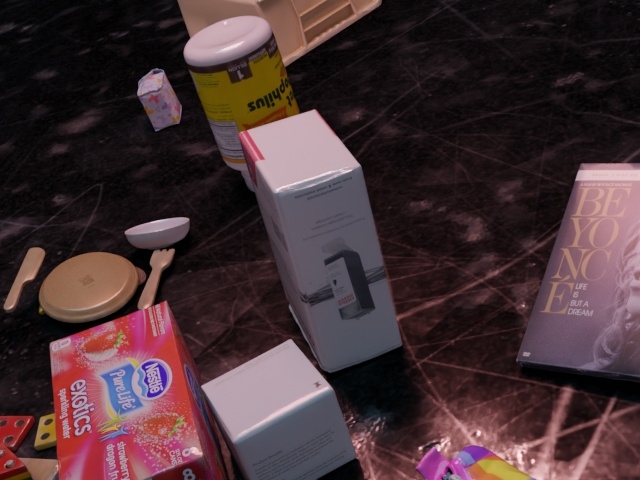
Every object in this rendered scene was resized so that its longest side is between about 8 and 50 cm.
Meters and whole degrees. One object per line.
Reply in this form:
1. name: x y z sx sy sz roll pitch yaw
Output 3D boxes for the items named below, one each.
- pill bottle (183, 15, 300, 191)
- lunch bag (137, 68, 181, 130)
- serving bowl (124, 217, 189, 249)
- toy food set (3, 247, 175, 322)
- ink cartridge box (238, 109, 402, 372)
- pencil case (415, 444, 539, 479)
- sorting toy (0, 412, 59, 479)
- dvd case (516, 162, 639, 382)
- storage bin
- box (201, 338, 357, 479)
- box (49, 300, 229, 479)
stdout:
1. pill bottle: -0.090 -0.172 1.465 0.117 0.215 0.117 -14 32 9
2. lunch bag: -0.252 -0.222 1.770 0.053 0.071 0.083 -17 33 11
3. serving bowl: -0.206 -0.006 1.441 0.083 0.027 0.083 -9 11 2
4. toy food set: -0.281 0.060 1.390 0.192 0.038 0.132 0 40 10
5. ink cartridge box: 0.000 0.000 1.148 0.092 0.218 0.158 -18 31 -9
6. pencil case: 0.172 0.231 0.812 0.104 0.104 0.236 -37 36 -27
7. sorting toy: -0.336 0.247 1.112 0.132 0.046 0.274 -2 35 25
8. dvd case: 0.286 0.024 1.047 0.164 0.018 0.221 3 62 42
9. storage bin: -0.074 -0.422 1.936 0.260 0.123 0.262 -36 35 -27
10. box: -0.039 0.166 1.036 0.101 0.087 0.102 -27 32 -12
11. box: -0.165 0.184 1.043 0.128 0.123 0.257 -20 31 -4
